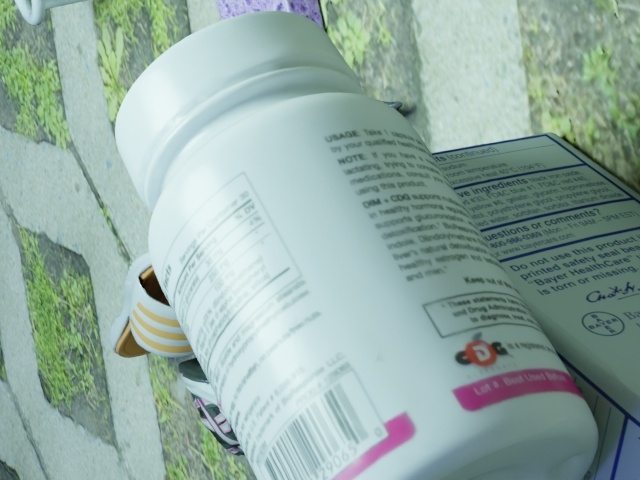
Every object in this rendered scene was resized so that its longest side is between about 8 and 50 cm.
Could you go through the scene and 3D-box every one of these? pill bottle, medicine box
[{"bbox_3d":[0.008,0.026,0.890,0.283,0.160,0.160,61,147,28],"label":"pill bottle"},{"bbox_3d":[0.142,0.120,1.006,0.289,0.149,0.263,44,136,46],"label":"medicine box"}]

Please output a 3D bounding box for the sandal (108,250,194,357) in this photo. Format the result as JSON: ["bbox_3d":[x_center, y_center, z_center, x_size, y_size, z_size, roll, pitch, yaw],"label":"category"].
[{"bbox_3d":[-0.122,0.069,1.517,0.076,0.102,0.265,66,158,17],"label":"sandal"}]

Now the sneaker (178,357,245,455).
[{"bbox_3d":[-0.058,0.152,1.472,0.178,0.072,0.077,31,139,62],"label":"sneaker"}]

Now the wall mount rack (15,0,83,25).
[{"bbox_3d":[-0.254,-0.380,1.529,0.350,0.130,0.304,65,158,22],"label":"wall mount rack"}]

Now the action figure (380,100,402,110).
[{"bbox_3d":[0.000,0.000,1.208,0.164,0.141,0.275,-21,84,25],"label":"action figure"}]

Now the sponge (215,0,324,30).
[{"bbox_3d":[-0.038,-0.159,1.339,0.117,0.031,0.210,-16,87,61],"label":"sponge"}]
